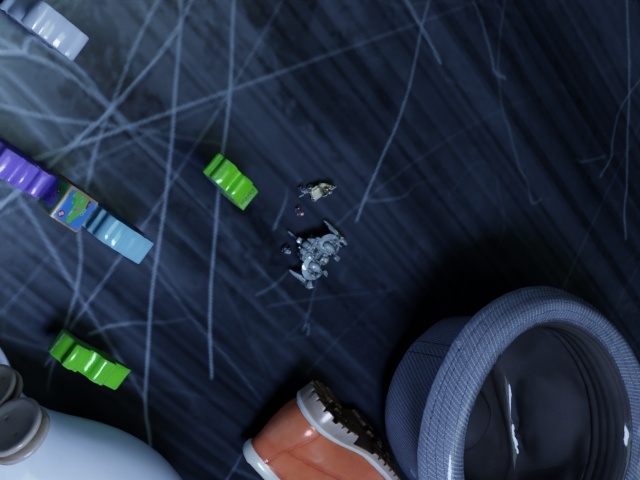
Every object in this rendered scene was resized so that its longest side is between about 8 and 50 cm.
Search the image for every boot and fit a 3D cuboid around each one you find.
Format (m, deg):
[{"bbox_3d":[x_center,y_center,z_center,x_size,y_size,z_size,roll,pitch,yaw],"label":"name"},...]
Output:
[{"bbox_3d":[0.005,0.172,0.879,0.084,0.059,0.158,-40,134,7],"label":"boot"}]

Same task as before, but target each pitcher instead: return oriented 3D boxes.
[{"bbox_3d":[-0.159,0.179,0.681,0.125,0.178,0.207,-32,128,10],"label":"pitcher"}]

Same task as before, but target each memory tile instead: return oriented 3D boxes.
[{"bbox_3d":[-0.220,0.103,0.623,0.113,0.148,0.012,-43,132,-14],"label":"memory tile"}]

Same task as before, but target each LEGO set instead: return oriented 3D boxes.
[{"bbox_3d":[-0.002,-0.001,0.812,0.054,0.023,0.083,-26,123,-24],"label":"LEGO set"}]

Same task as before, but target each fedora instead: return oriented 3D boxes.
[{"bbox_3d":[0.149,0.160,0.911,0.275,0.124,0.244,46,68,-33],"label":"fedora"}]

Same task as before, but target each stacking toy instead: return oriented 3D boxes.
[{"bbox_3d":[-0.155,-0.024,0.681,0.167,0.052,0.221,-52,131,-3],"label":"stacking toy"}]
